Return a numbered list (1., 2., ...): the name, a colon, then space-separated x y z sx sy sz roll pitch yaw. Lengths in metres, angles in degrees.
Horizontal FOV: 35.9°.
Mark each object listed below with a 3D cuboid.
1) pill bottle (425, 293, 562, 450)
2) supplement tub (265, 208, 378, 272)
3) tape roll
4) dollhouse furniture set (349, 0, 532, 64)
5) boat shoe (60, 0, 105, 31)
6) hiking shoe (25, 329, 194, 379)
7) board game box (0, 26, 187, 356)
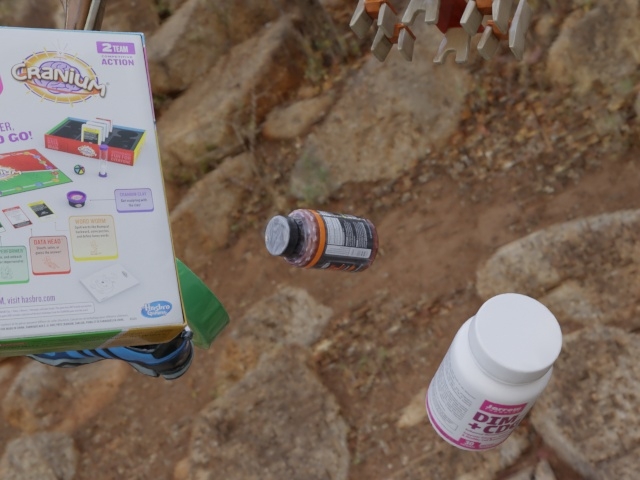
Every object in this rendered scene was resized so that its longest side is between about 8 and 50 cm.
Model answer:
1. pill bottle: 0.275 0.212 1.577 0.160 0.160 0.283 -29 -25 -25
2. supplement tub: 0.000 0.000 1.743 0.198 0.106 0.106 6 -15 -38
3. tape roll: -0.337 0.100 2.093 0.077 0.321 0.321 -51 15 -18
4. dollhouse furniture set: 0.175 -0.396 1.556 0.262 0.135 0.259 6 -19 35
5. boat shoe: -0.420 -0.446 1.709 0.104 0.307 0.111 12 -7 -12
6. hiking shoe: -0.352 0.139 1.583 0.304 0.113 0.132 6 -32 -3
7. board game box: -0.271 -0.052 0.944 0.242 0.317 0.064 -2 -19 -25
